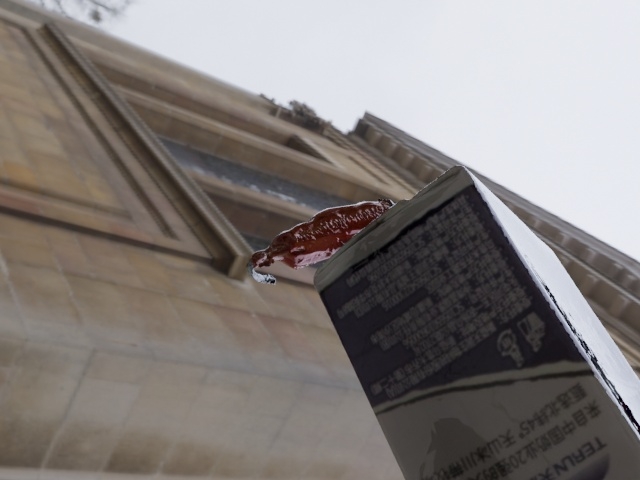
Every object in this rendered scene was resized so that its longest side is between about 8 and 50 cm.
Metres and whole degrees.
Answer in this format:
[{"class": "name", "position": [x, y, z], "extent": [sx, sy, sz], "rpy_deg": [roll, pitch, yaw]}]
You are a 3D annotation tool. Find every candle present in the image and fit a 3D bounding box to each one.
[{"class": "candle", "position": [0.000, 0.000, 0.746], "extent": [0.053, 0.162, 0.048], "rpy_deg": [61, -32, 17]}]

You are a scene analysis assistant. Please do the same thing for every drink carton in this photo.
[{"class": "drink carton", "position": [0.103, 0.092, 0.387], "extent": [0.102, 0.134, 0.222], "rpy_deg": [-36, -125, 16]}]
